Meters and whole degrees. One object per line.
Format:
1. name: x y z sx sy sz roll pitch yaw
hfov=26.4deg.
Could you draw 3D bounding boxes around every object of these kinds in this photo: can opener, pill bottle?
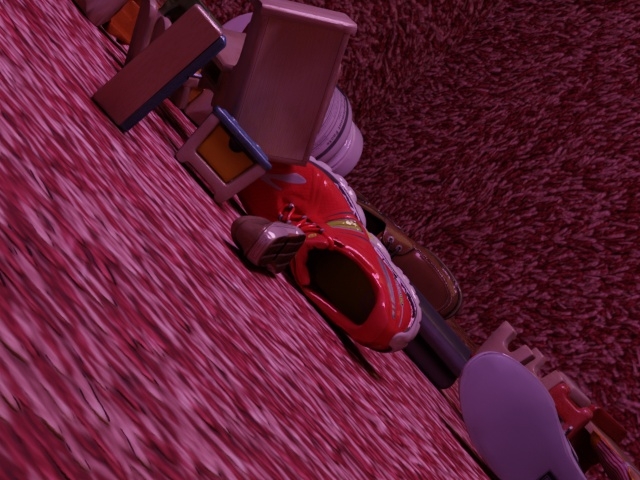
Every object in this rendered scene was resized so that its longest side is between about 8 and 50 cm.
1. can opener: 0.097 0.095 1.853 0.280 0.074 0.093 46 39 -12
2. pill bottle: -0.056 -0.221 2.262 0.176 0.176 0.318 52 6 39

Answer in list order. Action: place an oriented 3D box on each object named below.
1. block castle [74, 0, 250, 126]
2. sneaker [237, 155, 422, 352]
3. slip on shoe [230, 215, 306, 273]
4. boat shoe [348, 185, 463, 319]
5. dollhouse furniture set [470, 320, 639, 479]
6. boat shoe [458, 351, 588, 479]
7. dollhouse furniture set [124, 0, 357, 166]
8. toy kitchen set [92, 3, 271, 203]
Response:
1. block castle: -0.216 -0.380 1.817 0.303 0.213 0.453 45 6 -38
2. sneaker: 0.000 0.000 1.425 0.279 0.107 0.118 48 13 21
3. slip on shoe: -0.050 0.001 1.268 0.041 0.051 0.135 38 8 12
4. boat shoe: 0.101 0.022 2.260 0.307 0.110 0.104 40 5 20
5. dollhouse furniture set: 0.341 0.301 1.889 0.374 0.152 0.201 40 9 -40
6. boat shoe: 0.264 0.265 1.656 0.306 0.113 0.105 51 -2 -4
7. dollhouse furniture set: -0.072 -0.208 1.489 0.212 0.161 0.242 8 24 -25
8. toy kitchen set: -0.102 -0.120 1.275 0.166 0.122 0.207 48 5 -9
